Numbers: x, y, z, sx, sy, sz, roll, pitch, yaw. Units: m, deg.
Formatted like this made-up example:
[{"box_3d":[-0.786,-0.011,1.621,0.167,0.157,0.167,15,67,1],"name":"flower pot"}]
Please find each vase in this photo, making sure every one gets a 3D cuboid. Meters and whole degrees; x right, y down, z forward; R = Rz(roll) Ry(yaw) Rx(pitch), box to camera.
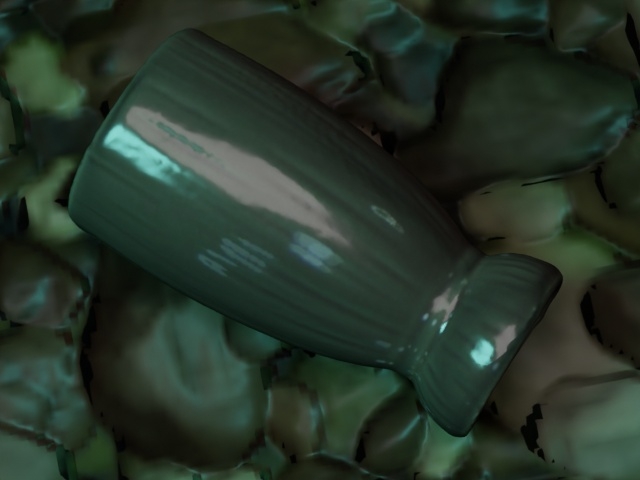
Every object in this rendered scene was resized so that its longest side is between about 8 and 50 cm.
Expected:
[{"box_3d":[0.000,0.000,0.392,0.101,0.053,0.053,32,73,7],"name":"vase"}]
